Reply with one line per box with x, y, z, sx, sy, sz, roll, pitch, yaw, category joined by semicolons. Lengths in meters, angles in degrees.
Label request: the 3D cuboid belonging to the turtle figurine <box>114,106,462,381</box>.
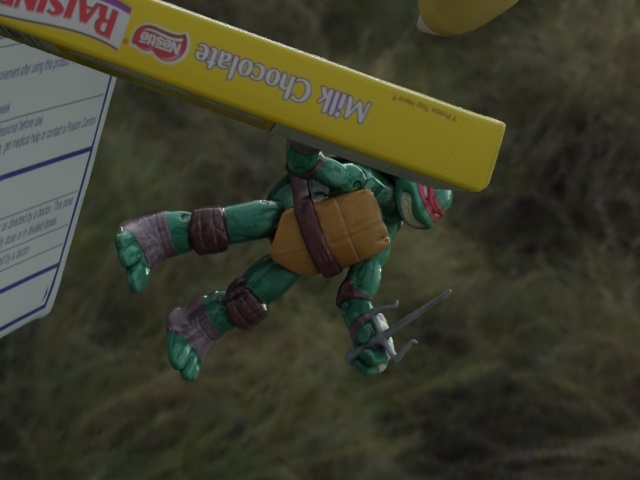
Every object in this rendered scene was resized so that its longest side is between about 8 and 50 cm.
0.000;0.000;1.242;0.118;0.234;0.175;-62;131;-74;turtle figurine

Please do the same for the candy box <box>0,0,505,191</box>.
-0.048;-0.059;0.618;0.206;0.027;0.105;19;3;-4;candy box

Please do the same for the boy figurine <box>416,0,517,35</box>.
0.066;-0.182;1.000;0.092;0.177;0.285;0;23;-6;boy figurine

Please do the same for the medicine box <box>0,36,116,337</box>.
-0.192;-0.093;0.831;0.149;0.289;0.263;19;14;11;medicine box
